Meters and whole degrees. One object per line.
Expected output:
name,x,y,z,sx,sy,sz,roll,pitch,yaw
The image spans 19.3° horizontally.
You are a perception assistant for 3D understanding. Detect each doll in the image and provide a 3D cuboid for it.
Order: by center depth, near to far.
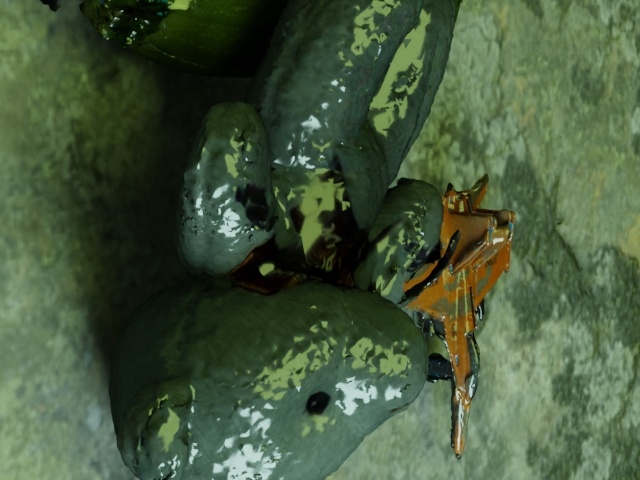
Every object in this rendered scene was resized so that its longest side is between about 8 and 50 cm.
doll,0.005,0.005,1.004,0.340,0.158,0.246,-60,154,-2

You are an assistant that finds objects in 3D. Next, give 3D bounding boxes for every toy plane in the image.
toy plane,0.084,0.051,1.239,0.135,0.062,0.188,-15,119,-48

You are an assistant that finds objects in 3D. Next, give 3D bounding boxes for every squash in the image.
squash,-0.031,-0.133,1.054,0.331,0.087,0.087,-9,101,-52
